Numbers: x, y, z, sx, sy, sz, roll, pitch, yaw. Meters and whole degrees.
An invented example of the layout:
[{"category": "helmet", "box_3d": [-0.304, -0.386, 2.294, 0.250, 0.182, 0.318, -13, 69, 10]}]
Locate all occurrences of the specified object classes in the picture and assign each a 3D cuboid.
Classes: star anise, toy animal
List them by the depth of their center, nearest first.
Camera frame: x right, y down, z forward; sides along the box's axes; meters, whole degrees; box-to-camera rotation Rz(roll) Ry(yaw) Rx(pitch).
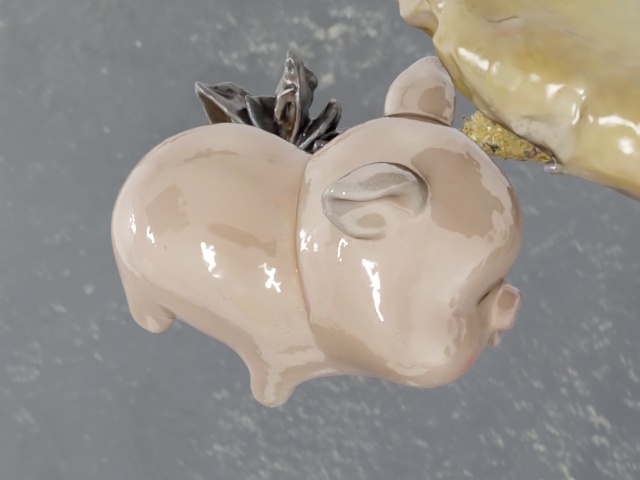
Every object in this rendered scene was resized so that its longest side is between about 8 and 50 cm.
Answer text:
[{"category": "toy animal", "box_3d": [0.000, 0.000, 1.167, 0.326, 0.269, 0.237, 25, 34, 6]}, {"category": "star anise", "box_3d": [-0.014, -0.086, 1.447, 0.231, 0.209, 0.089, 9, 28, -1]}]

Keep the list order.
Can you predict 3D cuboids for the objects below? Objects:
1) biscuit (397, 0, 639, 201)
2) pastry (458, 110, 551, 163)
[{"category": "biscuit", "box_3d": [0.254, -0.161, 0.982, 0.446, 0.104, 0.429, -4, 45, -26]}, {"category": "pastry", "box_3d": [0.249, -0.128, 1.897, 0.140, 0.056, 0.080, 5, 13, -9]}]
